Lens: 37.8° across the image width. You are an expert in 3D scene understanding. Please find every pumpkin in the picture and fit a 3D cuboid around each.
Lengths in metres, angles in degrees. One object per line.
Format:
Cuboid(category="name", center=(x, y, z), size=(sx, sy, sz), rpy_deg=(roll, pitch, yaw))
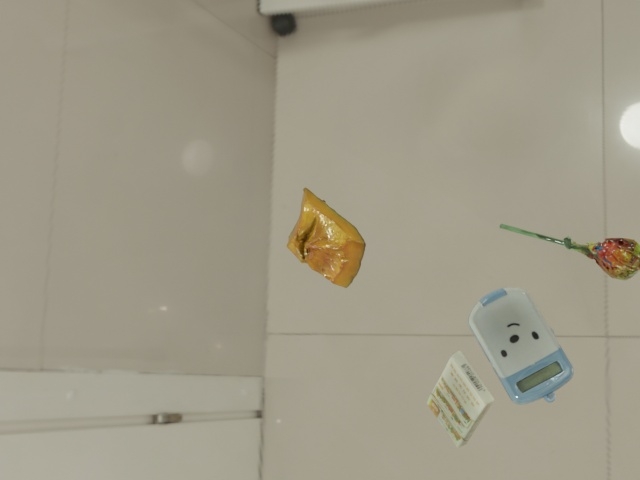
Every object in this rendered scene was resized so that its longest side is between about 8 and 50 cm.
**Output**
Cuboid(category="pumpkin", center=(0.001, 0.000, 1.027), size=(0.101, 0.035, 0.073), rpy_deg=(38, 120, 18))

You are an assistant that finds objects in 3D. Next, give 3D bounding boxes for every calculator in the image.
Cuboid(category="calculator", center=(0.341, 0.181, 1.595), size=(0.121, 0.039, 0.210), rpy_deg=(-28, 75, 1))

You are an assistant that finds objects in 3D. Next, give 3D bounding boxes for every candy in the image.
Cuboid(category="candy", center=(0.342, 0.006, 1.286), size=(0.201, 0.060, 0.060), rpy_deg=(17, 89, 23))

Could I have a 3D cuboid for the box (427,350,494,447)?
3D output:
Cuboid(category="box", center=(0.278, 0.322, 1.884), size=(0.032, 0.220, 0.122), rpy_deg=(-24, 62, -22))
